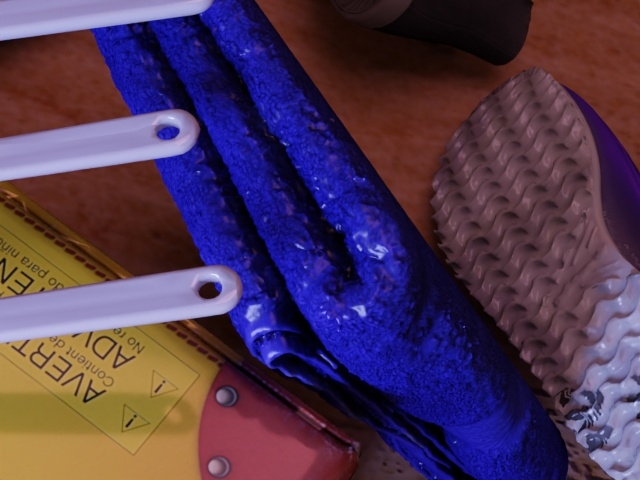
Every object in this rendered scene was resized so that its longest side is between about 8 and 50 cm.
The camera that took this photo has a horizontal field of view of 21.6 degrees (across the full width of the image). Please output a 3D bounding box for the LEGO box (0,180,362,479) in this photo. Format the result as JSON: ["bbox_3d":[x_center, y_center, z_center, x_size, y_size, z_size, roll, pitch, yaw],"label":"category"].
[{"bbox_3d":[-0.297,0.097,0.630,0.500,0.193,0.372,37,65,7],"label":"LEGO box"}]

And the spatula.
[{"bbox_3d":[-0.149,-0.016,0.570,0.242,0.019,0.168,-7,61,-1],"label":"spatula"}]

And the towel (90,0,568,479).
[{"bbox_3d":[0.000,0.000,0.727,0.076,0.308,0.228,-36,63,3],"label":"towel"}]

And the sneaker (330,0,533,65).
[{"bbox_3d":[0.049,-0.200,0.968,0.118,0.083,0.222,19,54,-43],"label":"sneaker"}]

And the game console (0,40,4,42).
[{"bbox_3d":[-0.230,-0.287,0.965,0.342,0.060,0.386,-35,75,-28],"label":"game console"}]

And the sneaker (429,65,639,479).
[{"bbox_3d":[0.161,0.037,0.867,0.146,0.102,0.293,30,26,-41],"label":"sneaker"}]
